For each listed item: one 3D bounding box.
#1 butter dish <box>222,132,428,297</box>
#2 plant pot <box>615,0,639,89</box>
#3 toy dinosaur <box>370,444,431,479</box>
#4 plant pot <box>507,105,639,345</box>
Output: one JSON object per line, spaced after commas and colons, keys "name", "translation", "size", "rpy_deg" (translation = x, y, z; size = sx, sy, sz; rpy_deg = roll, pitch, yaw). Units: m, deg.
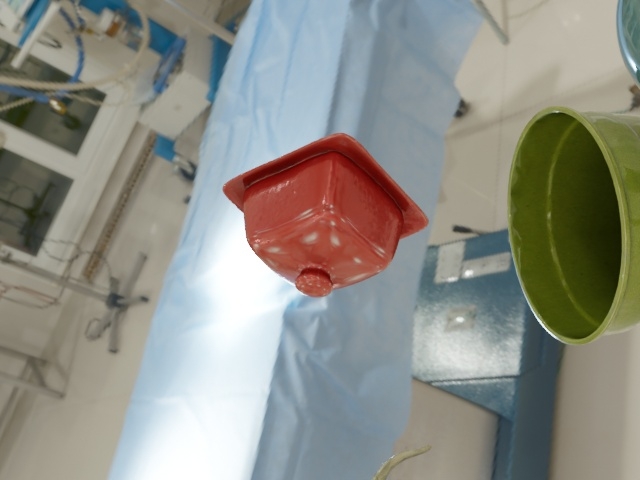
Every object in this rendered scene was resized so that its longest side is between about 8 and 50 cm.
{"name": "butter dish", "translation": [0.000, 0.000, 0.772], "size": [0.160, 0.160, 0.118], "rpy_deg": [-19, 45, 32]}
{"name": "plant pot", "translation": [0.486, -0.259, 0.925], "size": [0.290, 0.290, 0.195], "rpy_deg": [-45, -4, 27]}
{"name": "toy dinosaur", "translation": [0.048, 0.380, 1.139], "size": [0.064, 0.118, 0.268], "rpy_deg": [38, 88, 31]}
{"name": "plant pot", "translation": [0.535, -0.037, 1.282], "size": [0.366, 0.352, 0.367], "rpy_deg": [175, 90, -79]}
